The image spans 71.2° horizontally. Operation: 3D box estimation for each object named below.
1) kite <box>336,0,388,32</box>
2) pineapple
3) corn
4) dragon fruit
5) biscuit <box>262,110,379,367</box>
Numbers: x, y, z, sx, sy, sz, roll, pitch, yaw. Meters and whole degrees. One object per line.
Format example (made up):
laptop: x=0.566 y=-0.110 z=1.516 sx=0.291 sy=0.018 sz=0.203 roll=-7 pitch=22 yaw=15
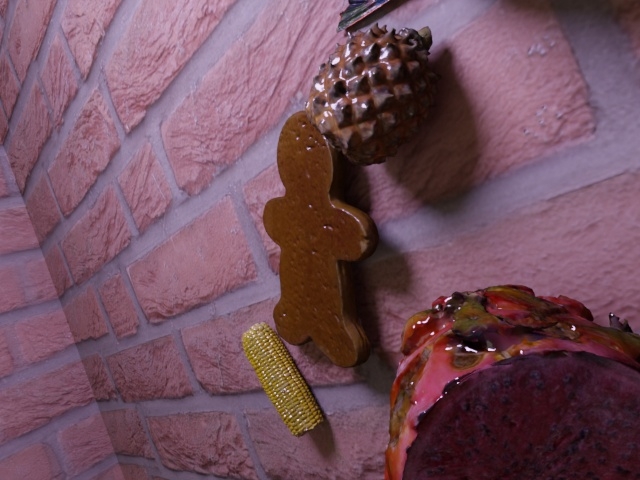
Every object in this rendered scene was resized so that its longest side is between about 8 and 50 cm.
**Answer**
kite: x=0.084 y=-0.398 z=0.602 sx=0.183 sy=0.014 sz=0.241 roll=37 pitch=125 yaw=32
pineapple: x=0.075 y=-0.200 z=0.585 sx=0.193 sy=0.166 sz=0.166 roll=-47 pitch=68 yaw=10
corn: x=-0.083 y=0.286 z=0.926 sx=0.081 sy=0.081 sz=0.248 roll=-44 pitch=73 yaw=42
dragon fruit: x=0.212 y=0.192 z=0.523 sx=0.315 sy=0.263 sz=0.296 roll=18 pitch=103 yaw=-5
biscuit: x=0.001 y=0.000 z=0.769 sx=0.283 sy=0.064 sz=0.431 roll=11 pitch=110 yaw=50
